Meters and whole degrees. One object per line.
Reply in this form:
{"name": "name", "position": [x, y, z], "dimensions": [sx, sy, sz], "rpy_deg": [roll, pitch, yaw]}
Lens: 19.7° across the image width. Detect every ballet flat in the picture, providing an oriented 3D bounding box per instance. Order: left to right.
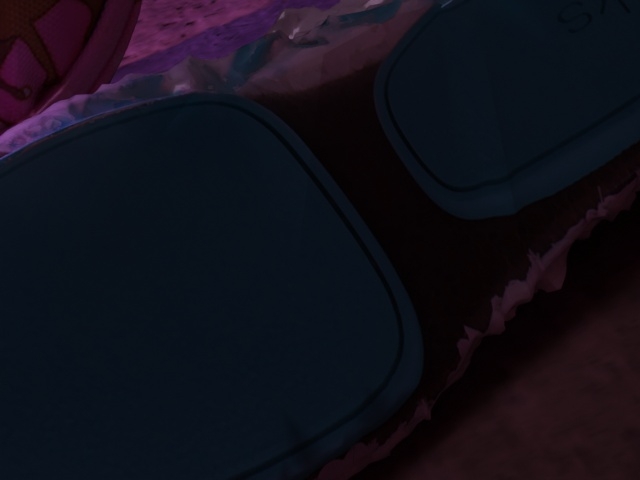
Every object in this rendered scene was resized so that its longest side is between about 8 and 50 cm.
{"name": "ballet flat", "position": [0.000, 0.000, 0.607], "dimensions": [0.409, 0.147, 0.147], "rpy_deg": [-30, 23, -30]}

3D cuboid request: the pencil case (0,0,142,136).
{"name": "pencil case", "position": [-0.171, -0.091, 0.742], "dimensions": [0.160, 0.167, 0.386], "rpy_deg": [10, -5, -12]}
